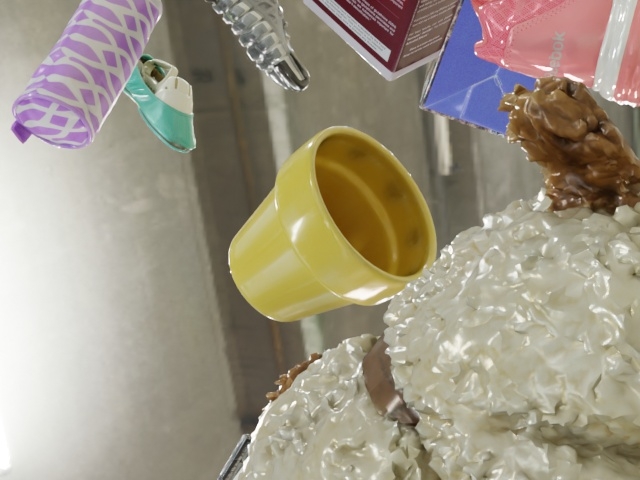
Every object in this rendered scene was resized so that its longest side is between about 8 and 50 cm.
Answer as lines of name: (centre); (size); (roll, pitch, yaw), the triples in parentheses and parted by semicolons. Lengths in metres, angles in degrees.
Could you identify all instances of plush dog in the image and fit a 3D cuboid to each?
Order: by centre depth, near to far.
plush dog: (0.062, 0.079, 0.414); (0.211, 0.225, 0.262); (49, -169, -22)

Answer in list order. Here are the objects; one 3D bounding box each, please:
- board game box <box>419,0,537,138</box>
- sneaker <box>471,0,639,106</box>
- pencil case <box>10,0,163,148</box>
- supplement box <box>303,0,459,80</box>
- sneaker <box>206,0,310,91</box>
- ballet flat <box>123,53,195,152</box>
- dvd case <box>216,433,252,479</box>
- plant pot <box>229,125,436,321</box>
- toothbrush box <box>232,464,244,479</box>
board game box: (0.236, -0.296, 1.279); (0.291, 0.141, 0.232); (-72, 1, -59)
sneaker: (0.169, -0.218, 0.751); (0.314, 0.136, 0.116); (-80, -6, -49)
pencil case: (-0.230, -0.185, 1.023); (0.086, 0.088, 0.206); (64, -144, -45)
supplement box: (0.071, -0.273, 0.892); (0.073, 0.130, 0.239); (-31, -24, -31)
sneaker: (-0.060, -0.314, 1.337); (0.132, 0.086, 0.229); (-46, -71, -14)
ballet flat: (-0.248, -0.228, 1.607); (0.083, 0.247, 0.087); (20, -71, -41)
dvd case: (-0.078, 0.436, 1.883); (0.221, 0.018, 0.165); (18, -65, -28)
plant pot: (0.000, 0.000, 1.510); (0.254, 0.239, 0.254); (31, -138, -32)
toothbrush box: (-0.030, 0.401, 1.656); (0.206, 0.122, 0.283); (-53, -22, -11)
